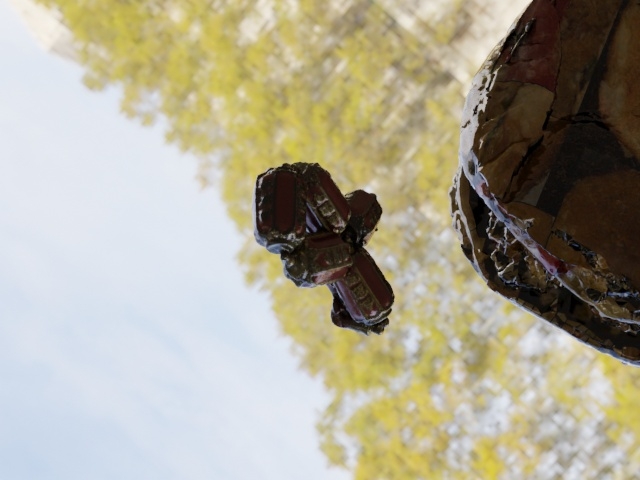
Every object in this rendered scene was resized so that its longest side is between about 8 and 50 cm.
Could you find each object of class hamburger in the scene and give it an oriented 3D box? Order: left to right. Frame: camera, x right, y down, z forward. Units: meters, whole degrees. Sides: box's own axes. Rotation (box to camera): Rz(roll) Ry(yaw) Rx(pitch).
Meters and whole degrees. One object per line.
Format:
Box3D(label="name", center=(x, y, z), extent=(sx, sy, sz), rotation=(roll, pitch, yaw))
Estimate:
Box3D(label="hamburger", center=(0.184, -0.040, 0.762), extent=(0.231, 0.231, 0.107), rotation=(46, 157, 19))

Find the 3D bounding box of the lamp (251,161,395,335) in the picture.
Box3D(label="lamp", center=(0.000, 0.000, 0.554), extent=(0.083, 0.031, 0.063), rotation=(29, -130, -55))
